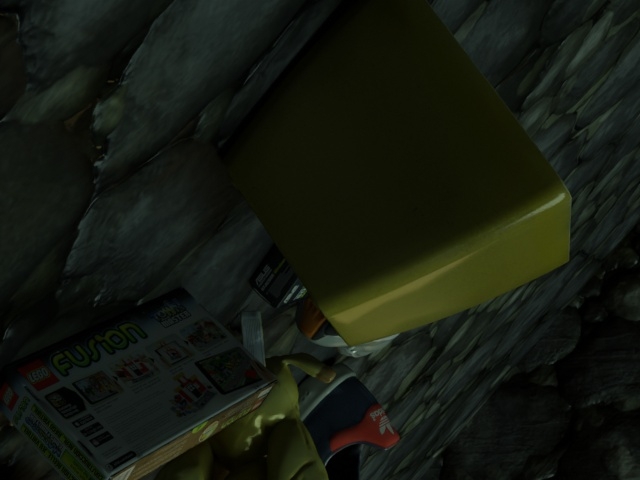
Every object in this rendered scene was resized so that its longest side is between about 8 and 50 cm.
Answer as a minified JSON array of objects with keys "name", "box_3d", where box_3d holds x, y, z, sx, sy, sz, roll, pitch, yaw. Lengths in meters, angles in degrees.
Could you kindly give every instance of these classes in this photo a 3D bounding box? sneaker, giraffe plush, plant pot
[{"name":"sneaker","box_3d":[-0.030,0.319,1.795,0.131,0.148,0.350,-21,150,-57]},{"name":"giraffe plush","box_3d":[-0.082,0.189,1.404,0.170,0.181,0.210,117,-15,-70]},{"name":"plant pot","box_3d":[0.050,-0.039,1.098,0.187,0.212,0.212,-34,164,0]},{"name":"sneaker","box_3d":[0.040,0.086,1.533,0.121,0.099,0.262,-50,163,25]}]

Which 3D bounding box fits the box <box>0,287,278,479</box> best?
[{"name":"box","box_3d":[-0.135,0.112,1.101,0.207,0.114,0.036,-24,152,-53]}]

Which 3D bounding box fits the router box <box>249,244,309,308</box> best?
[{"name":"router box","box_3d":[0.000,0.000,1.322,0.122,0.038,0.092,-55,162,24]}]
